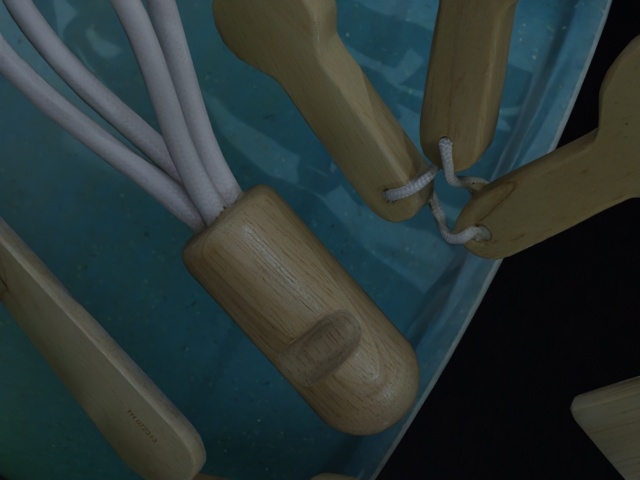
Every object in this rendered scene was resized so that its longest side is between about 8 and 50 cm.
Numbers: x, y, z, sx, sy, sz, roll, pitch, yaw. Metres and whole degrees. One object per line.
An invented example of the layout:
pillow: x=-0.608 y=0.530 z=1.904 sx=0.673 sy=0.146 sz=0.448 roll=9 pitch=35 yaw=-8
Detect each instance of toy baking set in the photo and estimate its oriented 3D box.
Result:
toy baking set: x=0.003 y=0.006 z=0.377 sx=0.256 sy=0.196 sz=0.030 roll=5 pitch=-145 yaw=31

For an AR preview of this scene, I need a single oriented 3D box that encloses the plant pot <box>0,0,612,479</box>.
plant pot: x=-0.081 y=-0.059 z=0.559 sx=0.255 sy=0.271 sz=0.271 roll=27 pitch=-110 yaw=-8
